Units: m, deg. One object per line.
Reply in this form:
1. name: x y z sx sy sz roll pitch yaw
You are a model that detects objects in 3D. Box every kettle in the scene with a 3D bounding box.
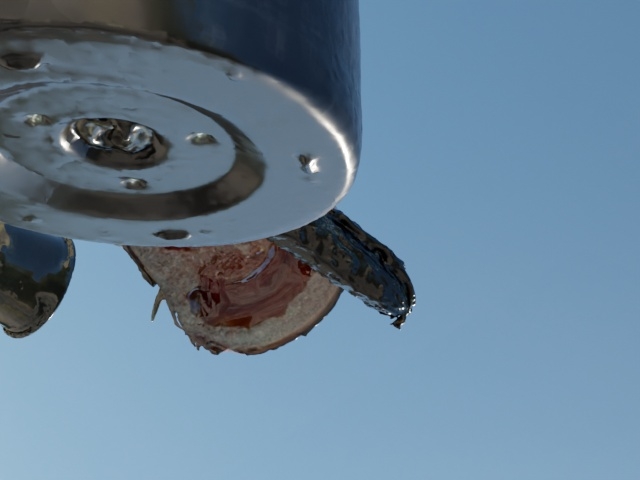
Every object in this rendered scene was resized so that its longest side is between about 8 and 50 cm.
1. kettle: -0.107 -0.170 0.425 0.207 0.268 0.290 -22 -120 50

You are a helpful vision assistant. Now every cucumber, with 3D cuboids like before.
1. cucumber: 0.000 0.000 0.679 0.053 0.181 0.053 -45 -160 21

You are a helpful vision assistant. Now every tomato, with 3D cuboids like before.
1. tomato: -0.074 -0.021 0.835 0.155 0.180 0.214 -84 150 -69

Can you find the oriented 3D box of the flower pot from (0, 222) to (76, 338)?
1. flower pot: -0.415 0.040 1.249 0.157 0.106 0.158 -24 -129 34
